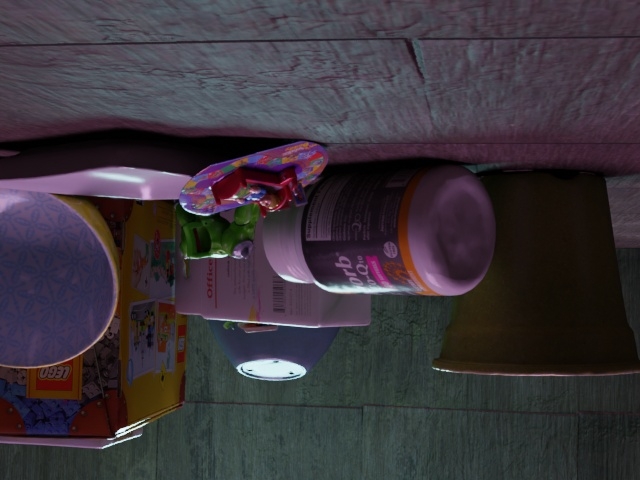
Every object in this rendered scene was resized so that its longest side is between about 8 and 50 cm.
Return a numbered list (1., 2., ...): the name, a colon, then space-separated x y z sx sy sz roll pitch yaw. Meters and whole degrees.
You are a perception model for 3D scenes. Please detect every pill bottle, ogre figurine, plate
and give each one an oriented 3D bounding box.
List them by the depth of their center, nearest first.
1. plate: -0.209 -0.080 1.342 0.278 0.045 0.277 -1 176 40
2. pill bottle: 0.068 -0.011 1.488 0.278 0.162 0.162 -2 176 43
3. ogre figurine: -0.136 -0.034 1.516 0.197 0.118 0.097 0 177 31

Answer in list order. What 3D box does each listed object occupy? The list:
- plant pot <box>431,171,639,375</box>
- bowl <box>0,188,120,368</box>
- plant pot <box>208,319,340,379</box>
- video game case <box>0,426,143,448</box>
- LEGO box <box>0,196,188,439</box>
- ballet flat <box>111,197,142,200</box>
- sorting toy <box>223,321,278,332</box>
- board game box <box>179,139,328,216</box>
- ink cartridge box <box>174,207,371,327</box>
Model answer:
1. plant pot: 0.283 0.042 1.540 0.276 0.253 0.276 -1 177 0
2. bowl: -0.396 0.010 1.557 0.290 0.289 0.156 1 -150 2
3. plant pot: -0.087 0.153 2.221 0.290 0.195 0.290 2 157 1
4. video game case: -0.402 0.299 1.829 0.201 0.023 0.183 2 177 11
5. LEGO box: -0.354 0.106 1.896 0.193 0.372 0.500 1 177 5
6. ballet flat: -0.255 -0.074 1.574 0.114 0.041 0.041 -2 176 37
7. sorting toy: -0.116 0.139 1.931 0.083 0.012 0.062 -4 -172 -15
8. board game box: -0.066 -0.053 1.266 0.169 0.033 0.133 -16 161 -11
9. ink cartridge box: -0.084 0.029 1.895 0.353 0.207 0.119 1 180 45
